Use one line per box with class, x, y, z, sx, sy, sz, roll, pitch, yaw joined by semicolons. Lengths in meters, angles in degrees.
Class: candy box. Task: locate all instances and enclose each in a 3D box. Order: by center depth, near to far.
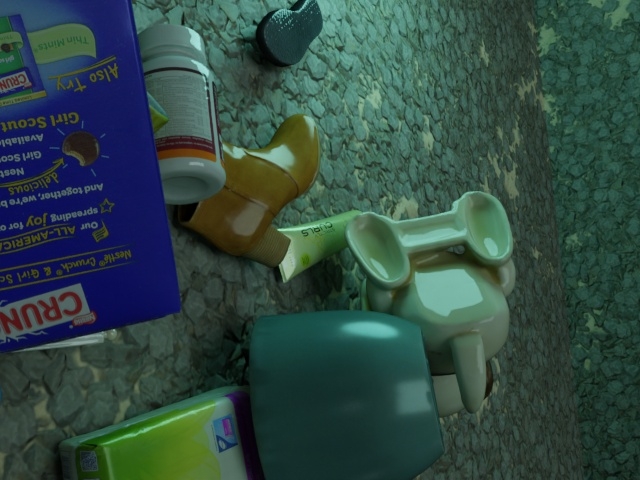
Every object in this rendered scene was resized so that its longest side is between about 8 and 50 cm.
candy box;-0.274;-0.071;0.565;0.268;0.122;0.317;-11;112;-18

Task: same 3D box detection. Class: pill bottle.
pill bottle;-0.198;-0.170;0.953;0.121;0.121;0.221;17;58;-51

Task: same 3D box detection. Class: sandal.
sandal;-0.060;-0.376;1.278;0.254;0.054;0.097;-54;133;-57

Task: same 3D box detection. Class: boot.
boot;-0.108;-0.119;1.095;0.211;0.104;0.295;36;58;-45

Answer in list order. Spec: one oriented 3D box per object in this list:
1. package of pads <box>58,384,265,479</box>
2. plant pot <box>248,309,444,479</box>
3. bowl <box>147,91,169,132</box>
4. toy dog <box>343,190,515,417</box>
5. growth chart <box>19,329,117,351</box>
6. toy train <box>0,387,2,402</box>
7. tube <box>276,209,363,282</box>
package of pads;-0.176;0.330;0.897;0.296;0.101;0.229;-5;85;-54
plant pot;0.050;0.233;1.026;0.293;0.235;0.293;-12;90;-82
bowl;-0.319;-0.176;0.742;0.156;0.289;0.289;-46;131;2
toy dog;0.228;0.168;1.298;0.408;0.284;0.395;86;-18;-51
growth chart;-0.309;0.015;0.830;0.171;0.021;0.238;10;73;-38
toy train;-0.390;0.217;0.638;0.143;0.105;0.248;50;44;-55
tube;0.000;0.000;1.260;0.070;0.062;0.240;41;36;23
